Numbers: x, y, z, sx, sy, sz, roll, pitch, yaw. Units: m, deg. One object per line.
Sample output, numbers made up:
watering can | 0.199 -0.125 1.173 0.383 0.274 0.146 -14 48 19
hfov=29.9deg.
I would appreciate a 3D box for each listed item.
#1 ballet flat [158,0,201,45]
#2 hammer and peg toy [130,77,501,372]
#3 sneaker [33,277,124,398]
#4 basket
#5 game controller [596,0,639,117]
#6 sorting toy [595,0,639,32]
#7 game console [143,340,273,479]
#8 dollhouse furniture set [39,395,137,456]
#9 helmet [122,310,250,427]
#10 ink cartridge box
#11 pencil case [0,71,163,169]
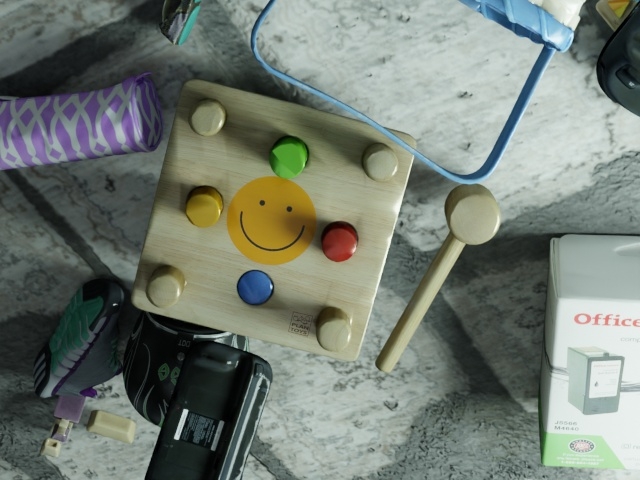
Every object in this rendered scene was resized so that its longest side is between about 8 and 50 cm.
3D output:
ballet flat | -0.132 -0.248 1.206 0.041 0.041 0.114 29 126 -14
hammer and peg toy | 0.000 0.000 1.264 0.361 0.127 0.266 15 99 -3
sneaker | -0.281 0.127 1.518 0.098 0.083 0.224 15 137 -30
basket | 0.111 -0.223 1.062 0.255 0.201 0.289 30 95 -14
game controller | 0.435 -0.148 1.185 0.319 0.067 0.166 26 112 -17
sorting toy | 0.319 -0.217 1.176 0.062 0.012 0.083 -33 117 29
game console | -0.115 0.136 1.355 0.213 0.361 0.044 19 172 -6
dollhouse furniture set | -0.318 0.274 1.632 0.114 0.091 0.081 19 144 -10
helmet | -0.164 0.155 1.464 0.169 0.169 0.161 11 112 0
ink cartridge box | 0.359 0.135 1.386 0.198 0.115 0.273 1 129 8
pencil case | -0.274 -0.128 1.297 0.206 0.086 0.088 -5 100 11
